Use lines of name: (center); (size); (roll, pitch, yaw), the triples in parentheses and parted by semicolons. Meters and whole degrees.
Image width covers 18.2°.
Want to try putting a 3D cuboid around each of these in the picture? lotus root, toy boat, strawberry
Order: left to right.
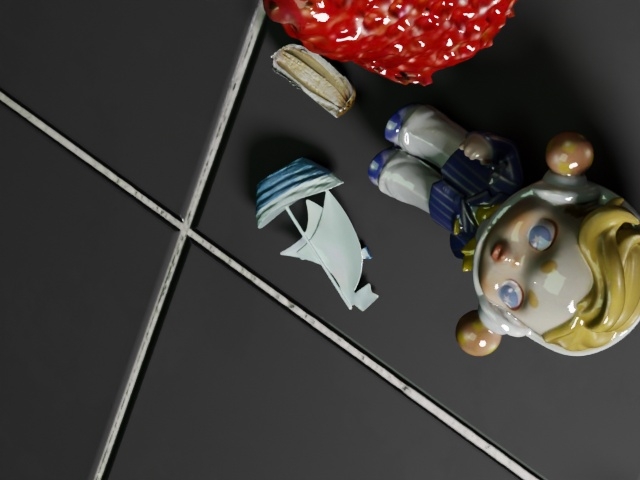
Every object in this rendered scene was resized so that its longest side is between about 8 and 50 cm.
lotus root: (-0.003, -0.142, 1.728); (0.083, 0.030, 0.037); (38, 95, 14)
toy boat: (0.002, -0.010, 1.773); (0.149, 0.034, 0.105); (44, 130, 14)
strawberry: (0.036, -0.214, 1.533); (0.205, 0.244, 0.205); (16, 118, 33)

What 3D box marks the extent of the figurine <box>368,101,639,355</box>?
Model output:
figurine: (0.154, -0.002, 1.617); (0.274, 0.133, 0.193); (14, 99, 42)
